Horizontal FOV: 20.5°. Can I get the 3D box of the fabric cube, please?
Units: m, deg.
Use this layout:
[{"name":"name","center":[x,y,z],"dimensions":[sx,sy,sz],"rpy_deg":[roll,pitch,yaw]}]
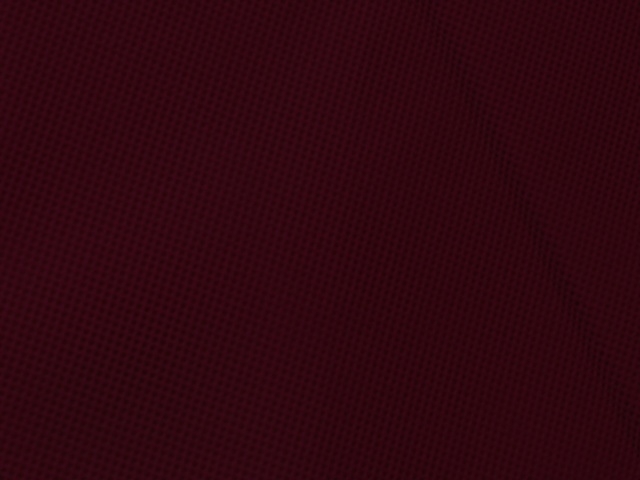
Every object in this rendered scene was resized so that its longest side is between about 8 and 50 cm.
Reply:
[{"name":"fabric cube","center":[0.000,0.000,0.472],"dimensions":[0.259,0.254,0.258],"rpy_deg":[-26,-93,-21]}]
